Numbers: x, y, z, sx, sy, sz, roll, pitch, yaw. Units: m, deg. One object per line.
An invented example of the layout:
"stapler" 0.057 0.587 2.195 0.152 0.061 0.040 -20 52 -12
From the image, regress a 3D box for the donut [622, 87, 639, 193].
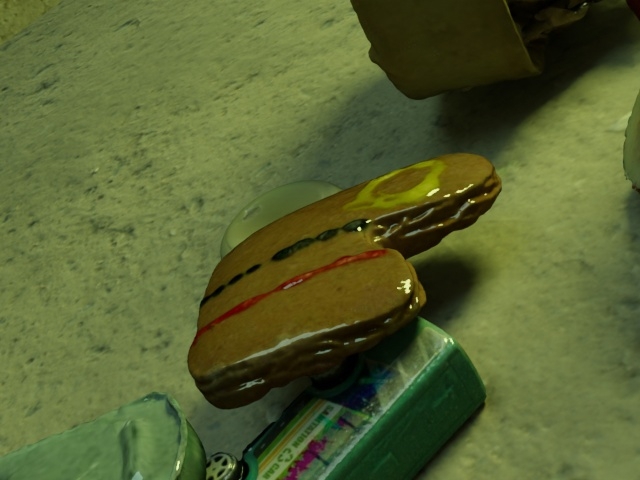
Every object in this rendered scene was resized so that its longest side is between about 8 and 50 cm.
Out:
"donut" 0.288 -0.080 0.988 0.166 0.065 0.108 -93 19 -65

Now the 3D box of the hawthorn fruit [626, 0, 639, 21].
"hawthorn fruit" 0.325 -0.243 0.884 0.275 0.275 0.299 -22 5 23

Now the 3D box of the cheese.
"cheese" 0.000 0.000 1.202 0.227 0.064 0.137 5 49 48

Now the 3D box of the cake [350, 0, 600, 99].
"cake" 0.195 -0.320 1.222 0.321 0.332 0.332 -14 34 18

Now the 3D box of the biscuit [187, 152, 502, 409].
"biscuit" 0.021 0.015 1.016 0.262 0.052 0.277 -22 21 15

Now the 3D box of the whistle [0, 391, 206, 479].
"whistle" -0.262 0.252 0.908 0.405 0.188 0.168 -52 24 16

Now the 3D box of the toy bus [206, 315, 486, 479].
"toy bus" 0.003 0.164 0.932 0.262 0.091 0.109 -46 37 -15
